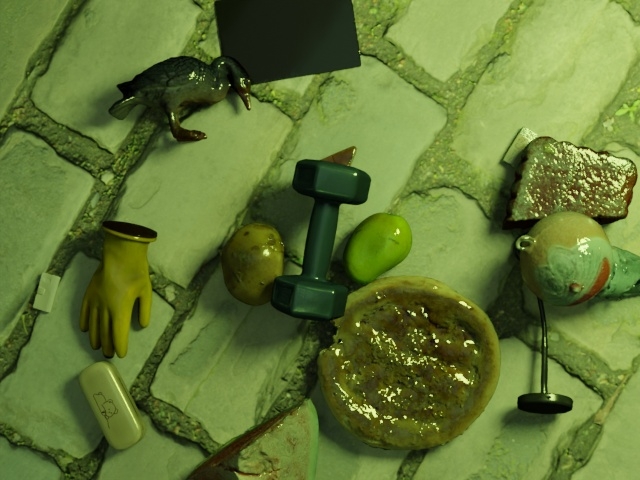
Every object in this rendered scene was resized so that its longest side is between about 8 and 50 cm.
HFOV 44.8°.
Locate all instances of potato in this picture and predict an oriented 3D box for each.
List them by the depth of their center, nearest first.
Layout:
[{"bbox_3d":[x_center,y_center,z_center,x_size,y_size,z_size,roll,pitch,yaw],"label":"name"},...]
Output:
[{"bbox_3d":[-0.140,0.050,1.618,0.137,0.137,0.176,1,91,6],"label":"potato"}]

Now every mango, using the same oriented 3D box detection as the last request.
[{"bbox_3d":[0.114,0.011,1.606,0.163,0.089,0.117,-34,84,5],"label":"mango"}]

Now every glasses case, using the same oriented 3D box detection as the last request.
[{"bbox_3d":[-0.451,0.356,1.679,0.083,0.050,0.196,-30,85,7],"label":"glasses case"}]

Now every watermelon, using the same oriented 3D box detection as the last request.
[{"bbox_3d":[-0.135,0.450,1.561,0.310,0.232,0.193,-18,105,-8],"label":"watermelon"}]

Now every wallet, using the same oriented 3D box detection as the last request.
[{"bbox_3d":[-0.608,0.115,1.724,0.044,0.011,0.083,15,91,7],"label":"wallet"}]

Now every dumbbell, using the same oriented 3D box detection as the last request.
[{"bbox_3d":[0.000,0.000,1.556,0.143,0.156,0.316,12,93,23],"label":"dumbbell"}]

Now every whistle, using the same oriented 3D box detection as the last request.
[{"bbox_3d":[0.524,0.056,1.485,0.347,0.189,0.189,16,90,-19],"label":"whistle"}]

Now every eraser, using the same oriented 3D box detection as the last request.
[{"bbox_3d":[0.415,-0.193,1.613,0.038,0.019,0.083,31,92,5],"label":"eraser"}]

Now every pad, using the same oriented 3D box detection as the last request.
[{"bbox_3d":[-0.072,-0.450,1.685,0.299,0.005,0.202,-9,87,6],"label":"pad"}]

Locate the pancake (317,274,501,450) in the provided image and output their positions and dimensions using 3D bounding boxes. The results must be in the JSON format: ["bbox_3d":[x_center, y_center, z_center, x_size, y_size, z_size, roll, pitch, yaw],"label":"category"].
[{"bbox_3d":[0.171,0.255,1.602,0.382,0.071,0.382,0,88,6],"label":"pancake"}]

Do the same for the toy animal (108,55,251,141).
[{"bbox_3d":[-0.297,-0.304,1.649,0.298,0.122,0.186,1,93,0],"label":"toy animal"}]

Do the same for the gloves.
[{"bbox_3d":[-0.441,0.114,1.675,0.133,0.116,0.294,20,100,34],"label":"gloves"}]

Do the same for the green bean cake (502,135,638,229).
[{"bbox_3d":[0.501,-0.095,1.560,0.232,0.097,0.199,12,92,6],"label":"green bean cake"}]

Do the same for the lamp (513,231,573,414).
[{"bbox_3d":[0.451,0.169,1.554,0.130,0.108,0.371,4,88,2],"label":"lamp"}]

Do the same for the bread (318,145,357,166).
[{"bbox_3d":[0.035,-0.155,1.644,0.109,0.043,0.062,-20,85,4],"label":"bread"}]
